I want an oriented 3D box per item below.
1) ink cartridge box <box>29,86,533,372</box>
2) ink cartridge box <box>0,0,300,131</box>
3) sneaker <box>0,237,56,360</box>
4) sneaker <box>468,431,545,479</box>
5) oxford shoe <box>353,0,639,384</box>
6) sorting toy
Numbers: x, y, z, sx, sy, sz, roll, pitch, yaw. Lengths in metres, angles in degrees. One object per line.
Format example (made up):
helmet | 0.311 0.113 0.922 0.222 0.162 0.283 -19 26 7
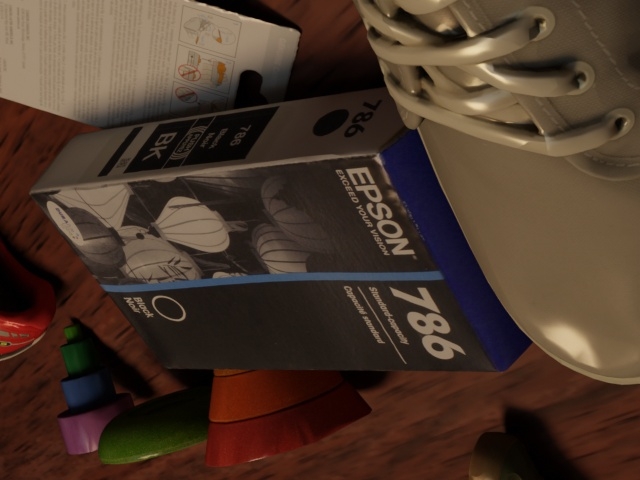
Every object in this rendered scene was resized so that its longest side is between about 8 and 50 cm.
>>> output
ink cartridge box | 0.000 0.000 0.782 0.333 0.065 0.165 -6 130 37
ink cartridge box | -0.103 -0.117 0.800 0.179 0.045 0.145 15 147 -2
sneaker | -0.316 -0.020 1.086 0.118 0.107 0.279 -25 119 35
sneaker | 0.165 0.199 0.931 0.086 0.064 0.192 5 138 29
oxford shoe | 0.066 -0.102 0.522 0.169 0.130 0.449 13 137 33
sorting toy | -0.112 0.094 1.044 0.365 0.127 0.126 -11 97 53
